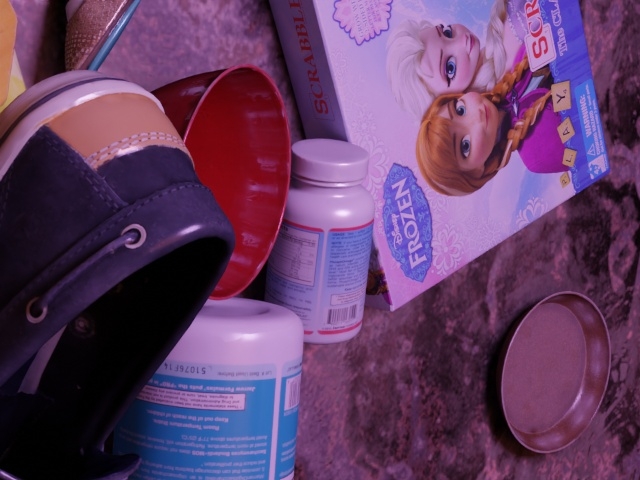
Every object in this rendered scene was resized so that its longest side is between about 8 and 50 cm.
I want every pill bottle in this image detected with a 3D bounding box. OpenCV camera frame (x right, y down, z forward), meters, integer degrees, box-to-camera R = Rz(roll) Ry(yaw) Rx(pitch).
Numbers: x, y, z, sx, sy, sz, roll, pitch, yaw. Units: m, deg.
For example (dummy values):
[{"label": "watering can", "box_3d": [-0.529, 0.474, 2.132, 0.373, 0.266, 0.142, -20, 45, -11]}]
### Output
[{"label": "pill bottle", "box_3d": [-0.094, 0.182, 1.230, 0.146, 0.146, 0.264, 0, 98, -41]}, {"label": "pill bottle", "box_3d": [0.000, 0.000, 1.300, 0.087, 0.087, 0.160, -12, 117, -39]}]

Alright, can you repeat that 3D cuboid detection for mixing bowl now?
[{"label": "mixing bowl", "box_3d": [-0.106, -0.050, 1.194, 0.181, 0.098, 0.181, -30, 125, -58]}]

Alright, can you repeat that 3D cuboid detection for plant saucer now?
[{"label": "plant saucer", "box_3d": [0.234, 0.133, 1.586, 0.168, 0.029, 0.168, -8, 102, -41]}]

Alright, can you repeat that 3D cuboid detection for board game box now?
[{"label": "board game box", "box_3d": [0.119, -0.146, 1.411, 0.318, 0.066, 0.318, -31, 116, -33]}]

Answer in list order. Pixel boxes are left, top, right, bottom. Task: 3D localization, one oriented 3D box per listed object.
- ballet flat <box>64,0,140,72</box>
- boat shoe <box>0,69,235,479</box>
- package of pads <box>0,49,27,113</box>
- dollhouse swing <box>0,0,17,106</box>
[{"label": "ballet flat", "box_3d": [-0.150, -0.211, 1.178, 0.067, 0.073, 0.206, 37, 68, -10]}, {"label": "boat shoe", "box_3d": [-0.214, 0.131, 1.003, 0.187, 0.156, 0.500, -1, 128, -58]}, {"label": "package of pads", "box_3d": [-0.299, -0.054, 1.039, 0.229, 0.101, 0.296, -30, 116, -33]}, {"label": "dollhouse swing", "box_3d": [-0.409, -0.122, 0.863, 0.346, 0.315, 0.305, 63, 31, -15]}]
